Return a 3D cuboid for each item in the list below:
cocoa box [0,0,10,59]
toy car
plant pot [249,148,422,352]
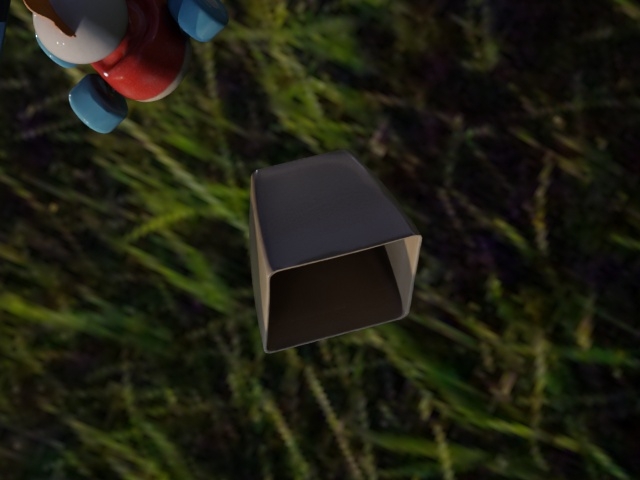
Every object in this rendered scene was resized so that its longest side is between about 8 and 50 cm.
[{"bbox_3d":[-0.453,-0.207,1.789,0.231,0.228,0.347,52,137,43],"label":"cocoa box"},{"bbox_3d":[-0.278,-0.279,2.197,0.219,0.238,0.210,-39,63,19],"label":"toy car"},{"bbox_3d":[0.000,0.000,1.281,0.109,0.109,0.096,95,158,-56],"label":"plant pot"}]
